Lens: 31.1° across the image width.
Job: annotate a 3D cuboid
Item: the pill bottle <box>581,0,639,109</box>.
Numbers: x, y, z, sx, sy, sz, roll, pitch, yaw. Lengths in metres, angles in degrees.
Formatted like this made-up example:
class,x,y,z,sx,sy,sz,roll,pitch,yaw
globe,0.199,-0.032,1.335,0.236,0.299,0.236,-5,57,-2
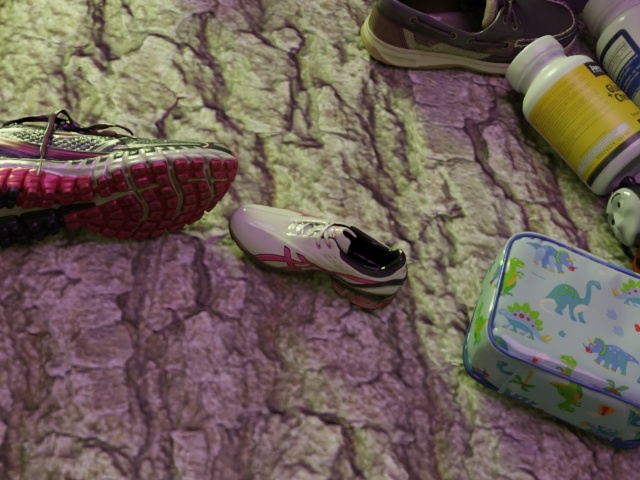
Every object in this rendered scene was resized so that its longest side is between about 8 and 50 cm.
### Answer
class,x,y,z,sx,sy,sz,roll,pitch,yaw
pill bottle,0.409,-0.232,1.427,0.112,0.112,0.187,-15,63,-27

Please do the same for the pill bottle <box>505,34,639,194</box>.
class,x,y,z,sx,sy,sz,roll,pitch,yaw
pill bottle,0.302,-0.149,1.340,0.103,0.103,0.184,-27,69,-31

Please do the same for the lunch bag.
class,x,y,z,sx,sy,sz,roll,pitch,yaw
lunch bag,0.264,0.096,1.165,0.219,0.090,0.176,22,53,-3

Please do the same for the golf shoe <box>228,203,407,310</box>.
class,x,y,z,sx,sy,sz,roll,pitch,yaw
golf shoe,0.000,0.000,1.148,0.186,0.086,0.067,21,54,-1

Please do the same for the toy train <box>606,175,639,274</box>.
class,x,y,z,sx,sy,sz,roll,pitch,yaw
toy train,0.486,-0.027,1.289,0.333,0.142,0.190,-15,50,-15

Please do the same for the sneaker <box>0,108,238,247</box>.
class,x,y,z,sx,sy,sz,roll,pitch,yaw
sneaker,-0.225,-0.073,1.103,0.299,0.121,0.112,-3,55,-19

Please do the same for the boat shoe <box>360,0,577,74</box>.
class,x,y,z,sx,sy,sz,roll,pitch,yaw
boat shoe,0.192,-0.266,1.389,0.285,0.092,0.103,-3,60,-17

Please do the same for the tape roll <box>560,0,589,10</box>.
class,x,y,z,sx,sy,sz,roll,pitch,yaw
tape roll,0.282,-0.432,1.532,0.274,0.090,0.275,9,52,-12
